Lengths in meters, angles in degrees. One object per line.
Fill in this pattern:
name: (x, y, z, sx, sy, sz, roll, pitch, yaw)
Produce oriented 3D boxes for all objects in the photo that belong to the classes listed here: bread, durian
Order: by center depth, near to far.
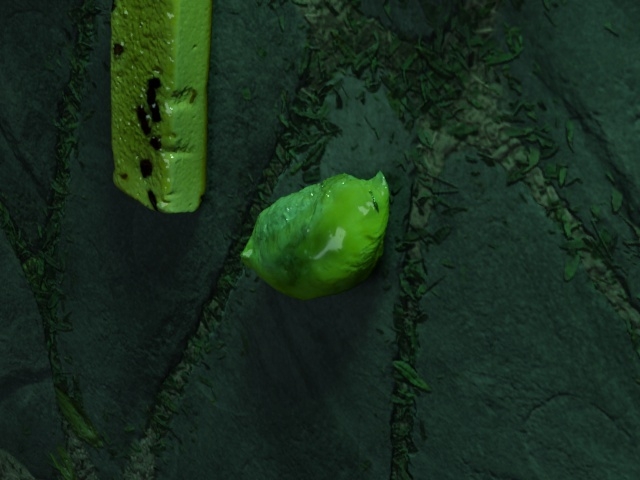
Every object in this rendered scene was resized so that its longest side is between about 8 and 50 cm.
durian: (0.000, 0.000, 1.928, 0.250, 0.101, 0.139, -14, 96, 49)
bread: (-0.211, -0.208, 2.081, 0.138, 0.077, 0.361, 28, 126, 38)
